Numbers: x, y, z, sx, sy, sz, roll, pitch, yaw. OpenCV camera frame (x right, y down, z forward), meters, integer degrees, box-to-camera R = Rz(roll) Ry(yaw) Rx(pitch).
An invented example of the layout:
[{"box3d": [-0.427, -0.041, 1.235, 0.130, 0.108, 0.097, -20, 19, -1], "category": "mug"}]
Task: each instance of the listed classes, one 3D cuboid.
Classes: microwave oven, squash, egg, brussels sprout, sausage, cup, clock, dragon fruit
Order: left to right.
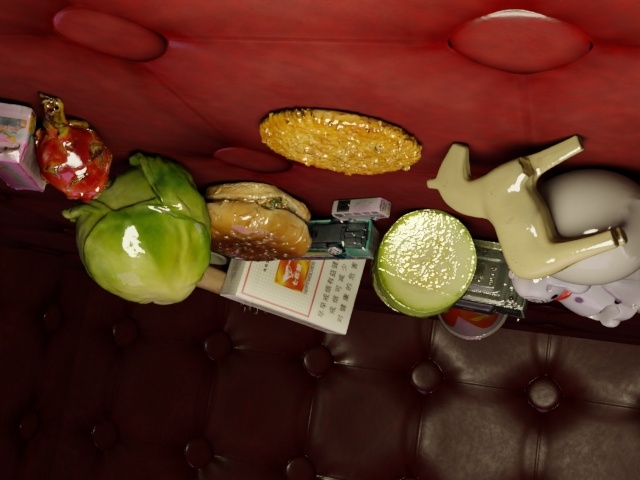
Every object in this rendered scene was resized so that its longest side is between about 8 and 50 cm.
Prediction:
[{"box3d": [-0.428, -0.162, 1.371, 0.125, 0.125, 0.246, 21, 156, 11], "category": "dragon fruit"}, {"box3d": [-0.341, -0.021, 1.563, 0.259, 0.294, 0.227, -26, -154, -20], "category": "brussels sprout"}, {"box3d": [-0.303, 0.079, 1.923, 0.301, 0.065, 0.066, 21, 165, -35], "category": "sausage"}, {"box3d": [0.216, 0.053, 1.662, 0.220, 0.220, 0.133, 10, 172, -3], "category": "squash"}, {"box3d": [0.370, 0.129, 2.057, 0.203, 0.203, 0.288, 5, 162, 20], "category": "cup"}, {"box3d": [0.370, 0.079, 1.819, 0.205, 0.163, 0.129, 9, 168, 19], "category": "microwave oven"}, {"box3d": [0.488, 0.065, 1.603, 0.254, 0.188, 0.189, 11, 169, -15], "category": "clock"}, {"box3d": [0.395, -0.020, 1.224, 0.176, 0.176, 0.232, 16, 173, -32], "category": "egg"}]

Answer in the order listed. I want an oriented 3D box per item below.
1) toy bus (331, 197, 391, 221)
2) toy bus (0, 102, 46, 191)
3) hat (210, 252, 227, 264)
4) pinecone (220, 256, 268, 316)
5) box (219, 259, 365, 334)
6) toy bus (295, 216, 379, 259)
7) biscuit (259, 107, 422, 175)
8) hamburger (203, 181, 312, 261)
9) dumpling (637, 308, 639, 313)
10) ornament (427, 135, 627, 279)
[{"box3d": [0.081, -0.063, 1.640, 0.131, 0.037, 0.052, -1, 163, 41], "category": "toy bus"}, {"box3d": [-0.541, -0.165, 1.448, 0.090, 0.112, 0.274, 6, 171, -8], "category": "toy bus"}, {"box3d": [-0.325, -0.036, 1.868, 0.257, 0.130, 0.257, 12, 169, 2], "category": "hat"}, {"box3d": [-0.130, 0.081, 2.132, 0.309, 0.244, 0.244, -4, 173, -14], "category": "pinecone"}, {"box3d": [-0.061, 0.086, 1.992, 0.330, 0.210, 0.095, 23, 166, -31], "category": "box"}, {"box3d": [0.000, 0.000, 1.834, 0.262, 0.091, 0.109, 0, 159, 26], "category": "toy bus"}, {"box3d": [0.030, -0.146, 1.250, 0.254, 0.035, 0.254, 8, 170, 1], "category": "biscuit"}, {"box3d": [-0.155, -0.040, 1.713, 0.286, 0.146, 0.243, 10, 163, 5], "category": "hamburger"}, {"box3d": [0.733, 0.086, 1.675, 0.252, 0.131, 0.179, -5, 144, 14], "category": "dumpling"}, {"box3d": [0.276, -0.055, 1.151, 0.245, 0.230, 0.061, -26, 172, 41], "category": "ornament"}]
